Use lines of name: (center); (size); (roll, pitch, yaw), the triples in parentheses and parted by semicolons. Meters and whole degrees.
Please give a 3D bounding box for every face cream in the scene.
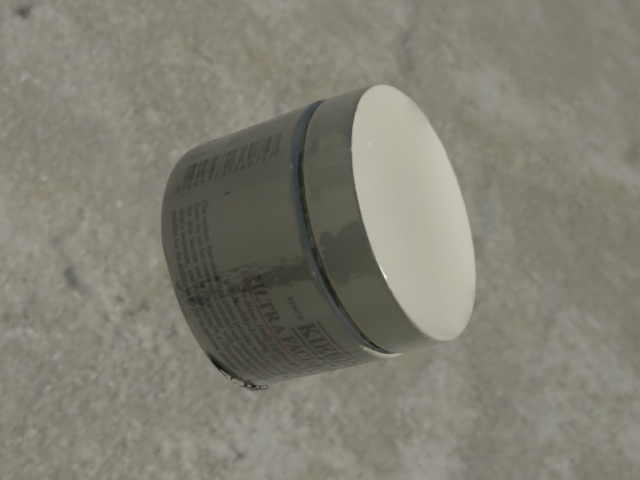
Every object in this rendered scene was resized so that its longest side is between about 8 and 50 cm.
face cream: (0.000, 0.000, 1.010); (0.177, 0.153, 0.177); (40, 41, -47)
